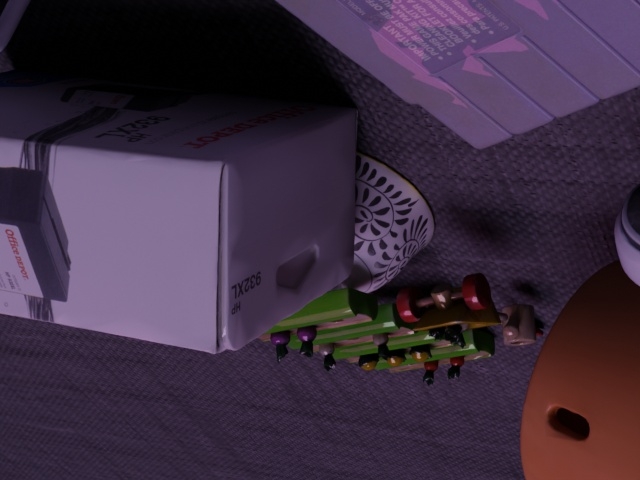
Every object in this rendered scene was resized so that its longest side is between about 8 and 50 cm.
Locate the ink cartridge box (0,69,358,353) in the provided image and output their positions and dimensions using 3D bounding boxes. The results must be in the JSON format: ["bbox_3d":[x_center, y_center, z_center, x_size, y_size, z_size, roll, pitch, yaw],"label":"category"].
[{"bbox_3d":[-0.153,-0.033,0.933,0.307,0.223,0.129,8,107,22],"label":"ink cartridge box"}]

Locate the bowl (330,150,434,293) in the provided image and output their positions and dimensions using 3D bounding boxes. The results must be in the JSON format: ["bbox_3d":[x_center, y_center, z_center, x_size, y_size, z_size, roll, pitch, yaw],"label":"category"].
[{"bbox_3d":[0.000,0.000,1.060,0.170,0.080,0.170,15,152,8],"label":"bowl"}]

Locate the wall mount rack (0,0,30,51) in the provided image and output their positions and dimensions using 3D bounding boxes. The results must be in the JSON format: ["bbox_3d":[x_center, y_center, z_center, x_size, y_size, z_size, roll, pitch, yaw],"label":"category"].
[{"bbox_3d":[-0.361,-0.221,0.859,0.350,0.130,0.304,-9,140,42],"label":"wall mount rack"}]

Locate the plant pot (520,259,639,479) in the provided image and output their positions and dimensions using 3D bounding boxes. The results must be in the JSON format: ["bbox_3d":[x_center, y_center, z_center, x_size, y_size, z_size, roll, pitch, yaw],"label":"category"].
[{"bbox_3d":[0.280,0.133,0.930,0.203,0.291,0.291,20,158,41],"label":"plant pot"}]

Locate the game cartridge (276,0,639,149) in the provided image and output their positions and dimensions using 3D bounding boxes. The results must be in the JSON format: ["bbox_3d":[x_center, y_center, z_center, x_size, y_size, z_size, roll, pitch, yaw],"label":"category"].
[{"bbox_3d":[0.040,-0.191,0.719,0.355,0.068,0.230,35,153,-25],"label":"game cartridge"}]

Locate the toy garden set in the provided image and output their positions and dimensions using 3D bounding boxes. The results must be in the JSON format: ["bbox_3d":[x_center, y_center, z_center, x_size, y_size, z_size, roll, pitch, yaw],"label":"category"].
[{"bbox_3d":[0.085,0.084,1.090,0.203,0.049,0.244,-13,161,32],"label":"toy garden set"}]

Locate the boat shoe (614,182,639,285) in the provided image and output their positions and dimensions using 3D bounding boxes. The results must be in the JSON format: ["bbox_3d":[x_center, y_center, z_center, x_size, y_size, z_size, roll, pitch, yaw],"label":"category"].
[{"bbox_3d":[0.331,-0.040,0.752,0.335,0.121,0.119,-6,136,22],"label":"boat shoe"}]
